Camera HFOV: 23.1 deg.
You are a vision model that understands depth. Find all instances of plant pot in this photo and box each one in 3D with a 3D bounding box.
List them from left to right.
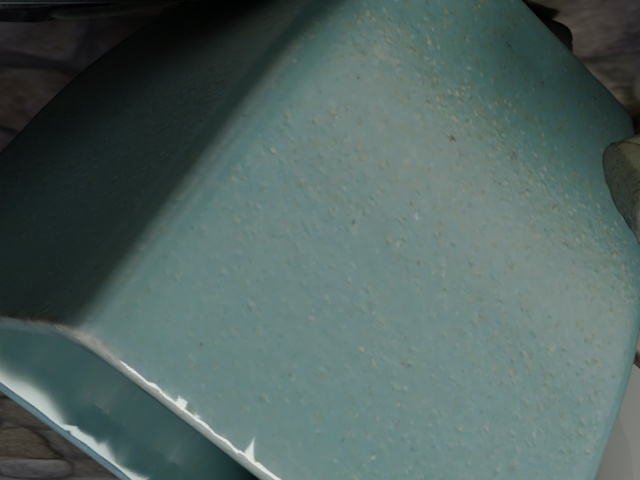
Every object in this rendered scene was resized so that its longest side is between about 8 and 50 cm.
[{"bbox_3d":[0.000,0.000,0.707,0.248,0.252,0.247,41,161,-25],"label":"plant pot"}]

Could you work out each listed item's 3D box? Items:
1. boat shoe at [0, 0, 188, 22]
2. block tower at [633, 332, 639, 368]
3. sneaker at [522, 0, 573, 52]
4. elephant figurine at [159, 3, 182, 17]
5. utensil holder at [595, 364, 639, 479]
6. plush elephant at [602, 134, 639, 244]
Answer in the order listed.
[{"bbox_3d":[-0.176,-0.135,0.647,0.335,0.121,0.119,8,170,-11],"label":"boat shoe"},{"bbox_3d":[0.220,0.044,0.893,0.335,0.091,0.097,37,178,31],"label":"block tower"},{"bbox_3d":[0.068,-0.095,0.847,0.089,0.051,0.170,14,149,-30],"label":"sneaker"},{"bbox_3d":[-0.050,-0.027,0.909,0.169,0.239,0.186,-4,-170,-33],"label":"elephant figurine"},{"bbox_3d":[0.303,0.206,1.137,0.328,0.385,0.327,0,157,0],"label":"utensil holder"},{"bbox_3d":[0.264,-0.014,0.614,0.272,0.255,0.330,35,132,-15],"label":"plush elephant"}]
